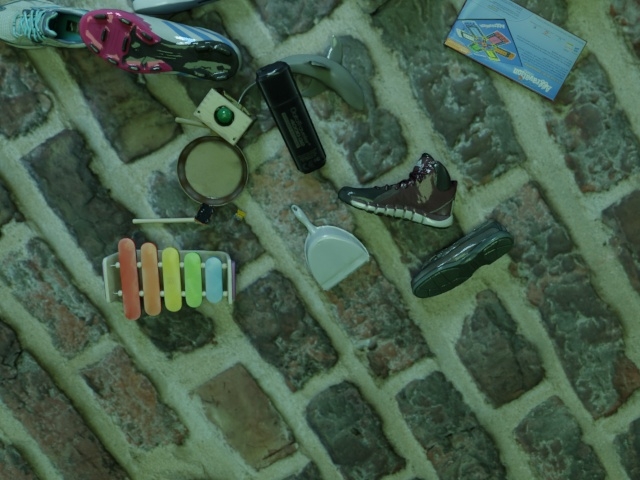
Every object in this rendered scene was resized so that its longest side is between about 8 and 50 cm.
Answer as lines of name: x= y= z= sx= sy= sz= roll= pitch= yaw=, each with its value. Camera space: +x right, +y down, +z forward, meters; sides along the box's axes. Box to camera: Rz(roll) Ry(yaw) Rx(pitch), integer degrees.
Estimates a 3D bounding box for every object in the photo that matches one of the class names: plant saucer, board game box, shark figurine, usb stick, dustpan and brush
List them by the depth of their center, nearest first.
shark figurine: x=-0.041 y=-0.368 z=1.298 sx=0.279 sy=0.116 sz=0.166 roll=-1 pitch=104 yaw=-1
usb stick: x=-0.060 y=-0.262 z=1.299 sx=0.077 sy=0.045 sz=0.278 roll=-24 pitch=133 yaw=2
board game box: x=0.431 y=-0.438 z=1.317 sx=0.281 sy=0.027 sz=0.145 roll=26 pitch=102 yaw=-6
plant saucer: x=-0.252 y=-0.165 z=1.395 sx=0.169 sy=0.029 sz=0.168 roll=0 pitch=104 yaw=0
dustpan and brush: x=0.000 y=0.000 z=1.430 sx=0.147 sy=0.060 sz=0.211 roll=-37 pitch=108 yaw=14

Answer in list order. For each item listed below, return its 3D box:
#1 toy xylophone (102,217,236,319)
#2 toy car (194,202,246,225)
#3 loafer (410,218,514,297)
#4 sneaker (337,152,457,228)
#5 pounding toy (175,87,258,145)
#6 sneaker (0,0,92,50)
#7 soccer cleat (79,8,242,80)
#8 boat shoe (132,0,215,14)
toy xylophone: x=-0.363 y=0.060 z=1.430 sx=0.323 sy=0.081 sz=0.236 roll=-7 pitch=104 yaw=2
toy car: x=-0.240 y=-0.048 z=1.399 sx=0.122 sy=0.060 sz=0.040 roll=13 pitch=145 yaw=-22
loafer: x=0.332 y=0.044 z=1.433 sx=0.268 sy=0.084 sz=0.096 roll=-32 pitch=134 yaw=12
sneaker: x=0.188 y=-0.132 z=1.373 sx=0.282 sy=0.106 sz=0.162 roll=12 pitch=100 yaw=-13
pounding toy: x=-0.225 y=-0.268 z=1.309 sx=0.130 sy=0.141 sz=0.100 roll=37 pitch=103 yaw=-9
sneaker: x=-0.583 y=-0.466 z=1.268 sx=0.283 sy=0.122 sz=0.110 roll=2 pitch=104 yaw=0
soccer cleat: x=-0.332 y=-0.412 z=1.264 sx=0.332 sy=0.143 sz=0.116 roll=11 pitch=116 yaw=-13
boat shoe: x=-0.279 y=-0.549 z=1.268 sx=0.258 sy=0.095 sz=0.084 roll=-16 pitch=100 yaw=-6
